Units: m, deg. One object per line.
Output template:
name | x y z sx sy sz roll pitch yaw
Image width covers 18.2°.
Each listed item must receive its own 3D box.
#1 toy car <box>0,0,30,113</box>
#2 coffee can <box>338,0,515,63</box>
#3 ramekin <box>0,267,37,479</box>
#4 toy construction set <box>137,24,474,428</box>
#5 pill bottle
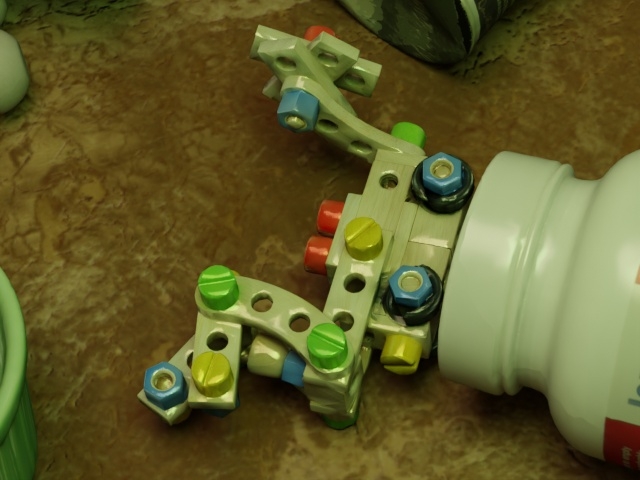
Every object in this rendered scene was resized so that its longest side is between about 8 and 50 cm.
toy car | -0.340 -0.173 1.664 0.159 0.136 0.182 -19 61 -2
coffee can | 0.132 -0.309 1.632 0.201 0.201 0.275 36 73 23
ramekin | -0.353 0.134 1.468 0.303 0.148 0.303 -3 51 4
toy construction set | 0.000 0.000 1.525 0.215 0.151 0.327 10 75 14
pill bottle | 0.301 0.064 1.389 0.408 0.229 0.229 14 65 15
